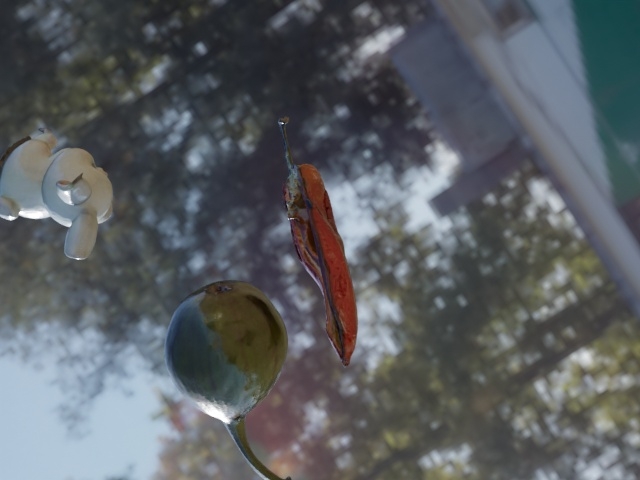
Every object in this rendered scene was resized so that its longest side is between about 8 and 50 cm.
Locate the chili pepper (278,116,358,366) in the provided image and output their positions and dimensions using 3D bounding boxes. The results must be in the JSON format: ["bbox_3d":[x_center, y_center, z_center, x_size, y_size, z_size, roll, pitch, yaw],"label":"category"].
[{"bbox_3d":[0.000,0.000,1.577,0.050,0.059,0.268,-3,-117,-33],"label":"chili pepper"}]

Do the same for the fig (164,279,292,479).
[{"bbox_3d":[-0.078,0.152,1.582,0.124,0.124,0.236,-99,-5,-66],"label":"fig"}]

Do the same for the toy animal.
[{"bbox_3d":[-0.207,-0.042,1.301,0.124,0.085,0.071,15,123,39],"label":"toy animal"}]
